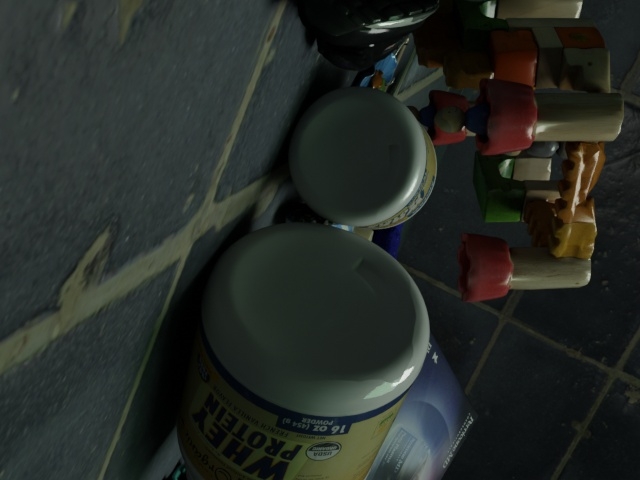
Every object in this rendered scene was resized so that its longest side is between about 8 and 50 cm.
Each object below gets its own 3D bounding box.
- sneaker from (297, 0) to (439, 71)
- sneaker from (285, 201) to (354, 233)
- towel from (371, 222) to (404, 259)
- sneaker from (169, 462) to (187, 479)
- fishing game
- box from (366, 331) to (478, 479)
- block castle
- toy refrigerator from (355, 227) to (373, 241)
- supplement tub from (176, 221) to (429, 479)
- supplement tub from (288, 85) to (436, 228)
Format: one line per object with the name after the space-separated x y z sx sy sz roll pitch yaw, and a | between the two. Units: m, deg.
0.042 -0.193 0.903 0.124 0.107 0.283 -61 174 30 | sneaker
0.000 0.000 1.275 0.237 0.085 0.086 23 78 -82 | sneaker
0.071 0.027 1.737 0.308 0.076 0.228 -73 -172 -53 | towel
-0.168 0.325 1.343 0.166 0.065 0.076 -38 150 -75 | sneaker
0.063 -0.170 1.324 0.264 0.041 0.189 -54 169 -54 | fishing game
0.064 0.282 1.542 0.296 0.182 0.294 -54 137 -23 | box
0.219 -0.164 1.321 0.453 0.212 0.303 -92 -177 -53 | block castle
-0.021 0.097 1.431 0.270 0.094 0.102 -60 172 -19 | toy refrigerator
-0.031 0.160 1.081 0.228 0.228 0.316 -56 168 -43 | supplement tub
0.053 -0.085 1.117 0.144 0.144 0.199 -64 169 5 | supplement tub
